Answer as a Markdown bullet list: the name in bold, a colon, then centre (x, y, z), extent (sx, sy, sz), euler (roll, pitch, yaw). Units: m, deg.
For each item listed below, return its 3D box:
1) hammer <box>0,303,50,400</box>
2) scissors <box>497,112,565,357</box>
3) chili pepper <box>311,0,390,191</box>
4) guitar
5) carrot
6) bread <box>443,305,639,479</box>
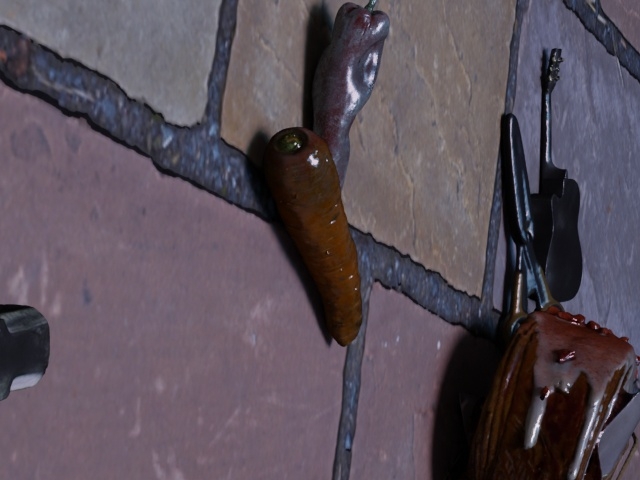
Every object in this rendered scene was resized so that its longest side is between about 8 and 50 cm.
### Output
- **hammer**: centre (-0.177, 0.213, 0.874), extent (0.111, 0.043, 0.365), euler (-13, 106, -65)
- **scissors**: centre (0.176, -0.002, 1.600), extent (0.088, 0.017, 0.220), euler (-17, 104, -42)
- **chili pepper**: centre (0.017, -0.104, 1.242), extent (0.050, 0.041, 0.153), euler (8, 101, -45)
- **guitar**: centre (0.214, -0.058, 1.676), extent (0.088, 0.025, 0.233), euler (-5, 97, -60)
- **carrot**: centre (0.000, 0.000, 1.221), extent (0.191, 0.047, 0.047), euler (73, 31, -46)
- **bread**: centre (0.182, 0.167, 1.519), extent (0.224, 0.142, 0.212), euler (-41, 143, -58)
